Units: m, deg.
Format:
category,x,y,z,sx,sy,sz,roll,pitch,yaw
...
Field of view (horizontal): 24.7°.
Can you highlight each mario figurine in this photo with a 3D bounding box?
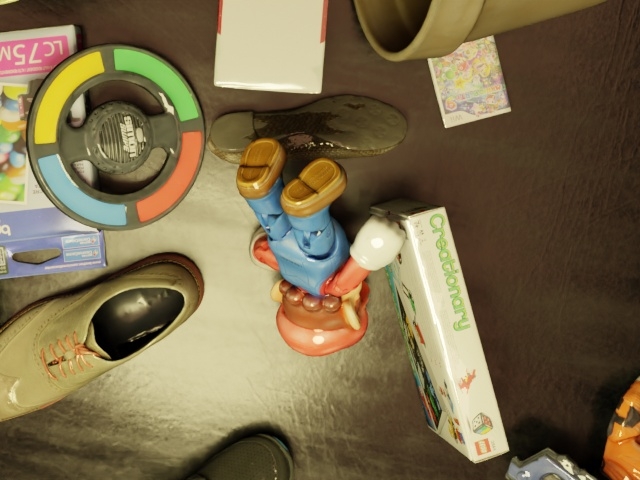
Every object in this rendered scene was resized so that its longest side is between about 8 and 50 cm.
category,x,y,z,sx,sy,sz,roll,pitch,yaw
mario figurine,0.000,0.000,1.762,0.170,0.198,0.320,-22,140,-6

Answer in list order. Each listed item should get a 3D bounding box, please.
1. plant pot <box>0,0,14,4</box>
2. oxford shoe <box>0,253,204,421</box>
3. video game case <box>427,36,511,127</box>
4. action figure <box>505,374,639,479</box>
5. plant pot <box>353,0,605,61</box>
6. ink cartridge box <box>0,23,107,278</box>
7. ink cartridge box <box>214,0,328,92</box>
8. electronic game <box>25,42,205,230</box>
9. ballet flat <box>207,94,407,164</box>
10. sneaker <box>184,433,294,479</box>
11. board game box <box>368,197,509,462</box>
category,x,y,z,sx,sy,sz,roll,pitch,yaw
plant pot,-0.362,-0.399,1.656,0.274,0.293,0.275,0,97,-1
oxford shoe,-0.309,0.124,1.813,0.348,0.130,0.123,-32,98,3
video game case,0.184,-0.211,1.842,0.087,0.011,0.122,-15,98,0
action figure,0.427,0.341,1.850,0.341,0.178,0.330,45,100,18
plant pot,0.210,-0.370,1.697,0.280,0.323,0.323,-2,98,-18
ink cartridge box,-0.374,-0.105,1.817,0.185,0.065,0.311,-6,100,-1
ink cartridge box,-0.061,-0.245,1.748,0.127,0.176,0.128,3,98,-5
electronic game,-0.247,-0.125,1.783,0.229,0.048,0.229,-2,94,-29
ballet flat,-0.016,-0.129,1.830,0.250,0.058,0.084,-6,63,-6
sneaker,-0.166,0.371,1.815,0.125,0.140,0.341,41,78,20
board game box,0.142,0.103,1.791,0.053,0.193,0.305,-17,99,-9
